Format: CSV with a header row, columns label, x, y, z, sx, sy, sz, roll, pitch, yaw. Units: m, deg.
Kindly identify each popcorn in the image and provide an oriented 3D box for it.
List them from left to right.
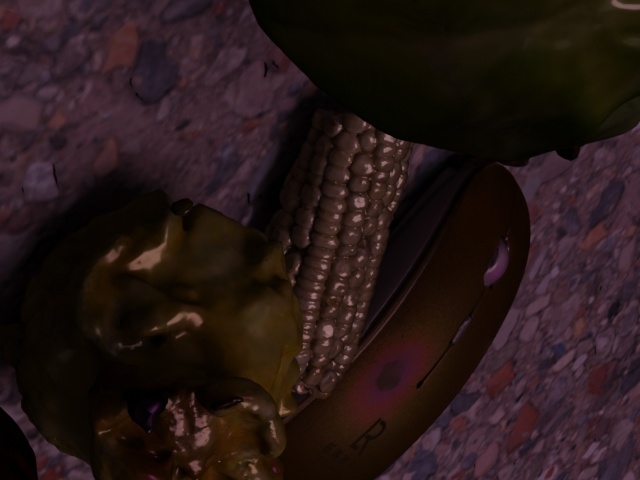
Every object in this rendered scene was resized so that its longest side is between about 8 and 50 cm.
label,x,y,z,sx,sy,sz,roll,pitch,yaw
popcorn,-0.078,0.072,1.045,0.168,0.195,0.173,-25,134,-22

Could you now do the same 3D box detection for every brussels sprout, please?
label,x,y,z,sx,sy,sz,roll,pitch,yaw
brussels sprout,0.122,-0.193,0.938,0.355,0.281,0.289,-6,138,-12

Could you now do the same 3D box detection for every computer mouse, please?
label,x,y,z,sx,sy,sz,roll,pitch,yaw
computer mouse,0.048,0.080,1.316,0.310,0.072,0.158,-49,148,-6

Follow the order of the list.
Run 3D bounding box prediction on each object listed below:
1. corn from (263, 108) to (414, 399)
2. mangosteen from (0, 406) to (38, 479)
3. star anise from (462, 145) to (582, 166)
label,x,y,z,sx,sy,sz,roll,pitch,yaw
corn,0.000,0.000,1.183,0.087,0.087,0.210,-3,117,-49
mangosteen,-0.239,0.147,0.973,0.184,0.172,0.172,5,120,-22
star anise,0.129,-0.109,1.238,0.234,0.073,0.177,-26,128,-24
